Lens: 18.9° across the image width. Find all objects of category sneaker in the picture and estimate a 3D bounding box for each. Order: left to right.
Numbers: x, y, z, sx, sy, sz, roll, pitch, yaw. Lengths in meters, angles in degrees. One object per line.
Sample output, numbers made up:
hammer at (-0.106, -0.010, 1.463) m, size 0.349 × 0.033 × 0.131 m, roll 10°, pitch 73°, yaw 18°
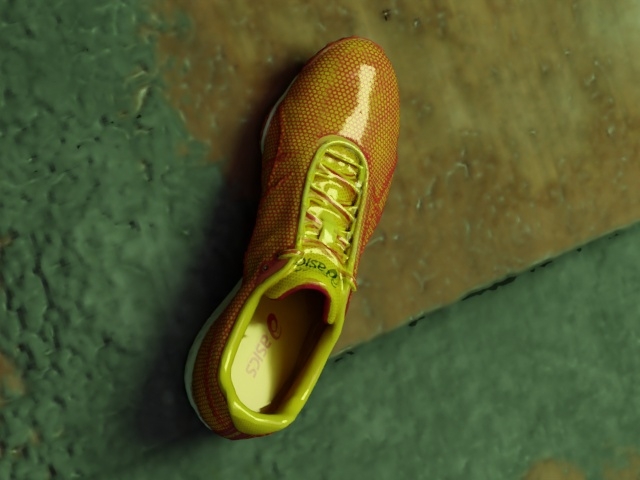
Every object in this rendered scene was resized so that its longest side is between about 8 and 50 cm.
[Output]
sneaker at (0.000, 0.000, 0.784) m, size 0.064 × 0.067 × 0.175 m, roll 20°, pitch 80°, yaw -22°
